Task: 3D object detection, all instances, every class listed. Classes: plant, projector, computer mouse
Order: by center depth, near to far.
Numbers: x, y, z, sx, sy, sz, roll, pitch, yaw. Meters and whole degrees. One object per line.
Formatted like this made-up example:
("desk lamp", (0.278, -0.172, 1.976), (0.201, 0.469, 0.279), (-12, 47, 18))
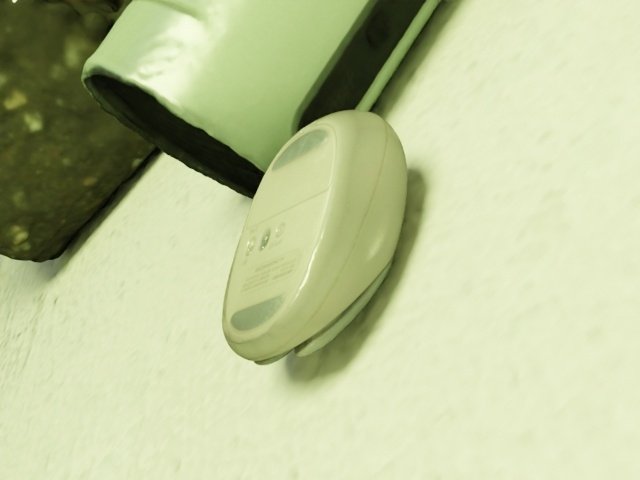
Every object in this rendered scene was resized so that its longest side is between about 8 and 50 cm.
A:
("computer mouse", (0.002, 0.001, 0.379), (0.066, 0.039, 0.096), (-23, 46, 52))
("projector", (0.036, -0.175, 0.472), (0.337, 0.108, 0.108), (-57, 23, -8))
("plant", (-0.167, -0.135, 0.719), (0.276, 0.199, 0.188), (-55, 28, 6))
